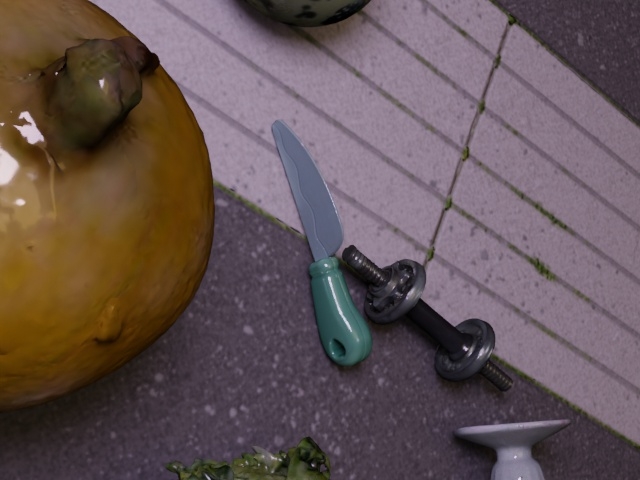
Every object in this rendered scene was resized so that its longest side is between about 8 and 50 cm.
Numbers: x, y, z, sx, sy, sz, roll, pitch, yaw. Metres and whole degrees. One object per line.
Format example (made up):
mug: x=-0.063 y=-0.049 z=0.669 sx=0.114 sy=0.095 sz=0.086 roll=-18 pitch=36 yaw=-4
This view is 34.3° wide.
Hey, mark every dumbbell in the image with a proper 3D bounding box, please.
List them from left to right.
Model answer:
dumbbell: x=0.117 y=0.086 z=1.102 sx=0.254 sy=0.081 sz=0.081 roll=39 pitch=64 yaw=-23

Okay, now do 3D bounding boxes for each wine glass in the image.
wine glass: x=0.216 y=0.291 z=1.098 sx=0.165 sy=0.165 sz=0.196 roll=5 pitch=77 yaw=-33

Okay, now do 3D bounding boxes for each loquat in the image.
loquat: x=-0.221 y=-0.042 z=0.735 sx=0.328 sy=0.359 sz=0.328 roll=16 pitch=63 yaw=-35

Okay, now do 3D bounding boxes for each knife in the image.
knife: x=0.001 y=0.000 z=1.046 sx=0.034 sy=0.063 sz=0.260 roll=-18 pitch=93 yaw=-39

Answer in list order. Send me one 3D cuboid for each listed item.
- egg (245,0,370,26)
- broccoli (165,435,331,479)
egg: x=-0.026 y=-0.317 z=1.008 sx=0.177 sy=0.177 sz=0.228 roll=-26 pitch=83 yaw=-34
broccoli: x=-0.019 y=0.302 z=0.882 sx=0.288 sy=0.245 sz=0.248 roll=-3 pitch=94 yaw=-29
